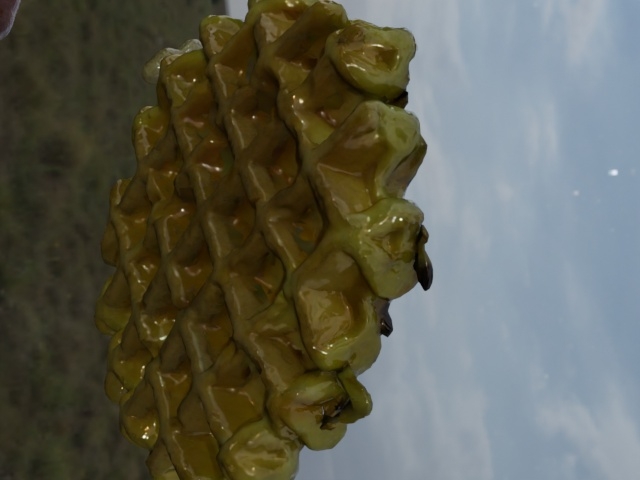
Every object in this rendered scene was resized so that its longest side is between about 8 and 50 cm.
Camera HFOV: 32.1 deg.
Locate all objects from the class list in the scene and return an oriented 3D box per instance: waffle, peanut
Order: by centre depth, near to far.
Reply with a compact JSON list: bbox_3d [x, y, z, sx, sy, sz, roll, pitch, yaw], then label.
[{"bbox_3d":[-0.050,0.004,0.648,0.329,0.062,0.329,-21,-118,48],"label":"waffle"},{"bbox_3d":[-0.157,-0.192,1.207,0.037,0.083,0.037,30,-44,34],"label":"peanut"}]

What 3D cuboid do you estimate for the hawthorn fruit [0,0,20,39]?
[{"bbox_3d":[-0.394,-0.277,1.253,0.128,0.128,0.128,175,-90,-86],"label":"hawthorn fruit"}]
